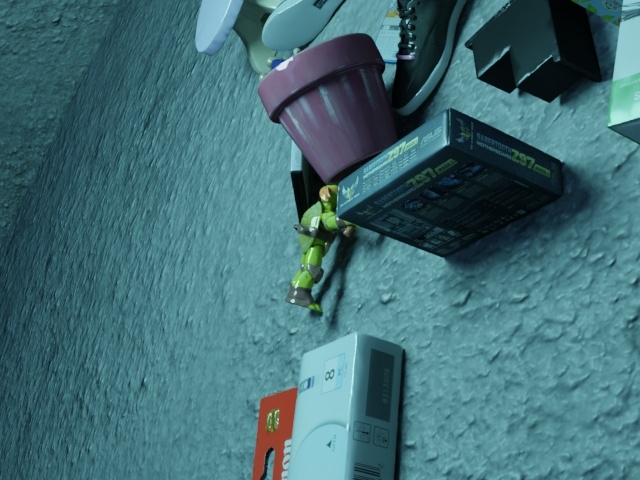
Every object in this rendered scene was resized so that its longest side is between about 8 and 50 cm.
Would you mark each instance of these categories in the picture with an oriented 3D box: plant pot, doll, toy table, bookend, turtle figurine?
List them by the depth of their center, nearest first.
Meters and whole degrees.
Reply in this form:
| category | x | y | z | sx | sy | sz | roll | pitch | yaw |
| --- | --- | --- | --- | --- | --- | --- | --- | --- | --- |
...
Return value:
| category | x | y | z | sx | sy | sz | roll | pitch | yaw |
| --- | --- | --- | --- | --- | --- | --- | --- | --- | --- |
| bookend | 0.270 | -0.234 | 1.318 | 0.156 | 0.072 | 0.157 | -42 | 40 | 43 |
| plant pot | 0.028 | -0.193 | 1.571 | 0.201 | 0.201 | 0.180 | -34 | 78 | 48 |
| turtle figurine | 0.000 | 0.000 | 1.607 | 0.269 | 0.087 | 0.217 | -172 | 99 | -71 |
| doll | -0.066 | -0.316 | 1.993 | 0.129 | 0.046 | 0.189 | -64 | 28 | 13 |
| toy table | -0.139 | -0.494 | 2.117 | 0.252 | 0.161 | 0.274 | 35 | 104 | 61 |

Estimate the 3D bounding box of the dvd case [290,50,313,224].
| category | x | y | z | sx | sy | sz | roll | pitch | yaw |
| --- | --- | --- | --- | --- | --- | --- | --- | --- | --- |
| dvd case | -0.028 | -0.172 | 1.753 | 0.180 | 0.022 | 0.253 | 81 | -171 | -60 |

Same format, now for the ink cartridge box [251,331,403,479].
| category | x | y | z | sx | sy | sz | roll | pitch | yaw |
| --- | --- | --- | --- | --- | --- | --- | --- | --- | --- |
| ink cartridge box | -0.035 | 0.328 | 1.482 | 0.385 | 0.091 | 0.308 | -28 | 49 | 50 |

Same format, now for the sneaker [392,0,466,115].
| category | x | y | z | sx | sy | sz | roll | pitch | yaw |
| --- | --- | --- | --- | --- | --- | --- | --- | --- | --- |
| sneaker | 0.134 | -0.347 | 1.553 | 0.104 | 0.147 | 0.296 | 29 | 100 | 60 |

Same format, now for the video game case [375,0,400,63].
| category | x | y | z | sx | sy | sz | roll | pitch | yaw |
| --- | --- | --- | --- | --- | --- | --- | --- | --- | --- |
| video game case | 0.142 | -0.374 | 1.696 | 0.119 | 0.015 | 0.166 | 26 | 96 | 62 |

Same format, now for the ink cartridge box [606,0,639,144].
| category | x | y | z | sx | sy | sz | roll | pitch | yaw |
| --- | --- | --- | --- | --- | --- | --- | --- | --- | --- |
| ink cartridge box | 0.379 | -0.191 | 1.004 | 0.092 | 0.160 | 0.219 | -12 | 63 | 57 |

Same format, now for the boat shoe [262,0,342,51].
| category | x | y | z | sx | sy | sz | roll | pitch | yaw |
| --- | --- | --- | --- | --- | --- | --- | --- | --- | --- |
| boat shoe | -0.018 | -0.475 | 1.963 | 0.267 | 0.096 | 0.088 | -45 | 33 | 37 |

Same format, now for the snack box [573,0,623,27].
| category | x | y | z | sx | sy | sz | roll | pitch | yaw |
| --- | --- | --- | --- | --- | --- | --- | --- | --- | --- |
| snack box | 0.367 | -0.314 | 1.167 | 0.141 | 0.100 | 0.037 | -41 | 40 | 41 |

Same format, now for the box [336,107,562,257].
| category | x | y | z | sx | sy | sz | roll | pitch | yaw |
| --- | --- | --- | --- | --- | --- | --- | --- | --- | --- |
| box | 0.158 | -0.065 | 1.291 | 0.232 | 0.183 | 0.059 | -34 | 45 | 49 |
